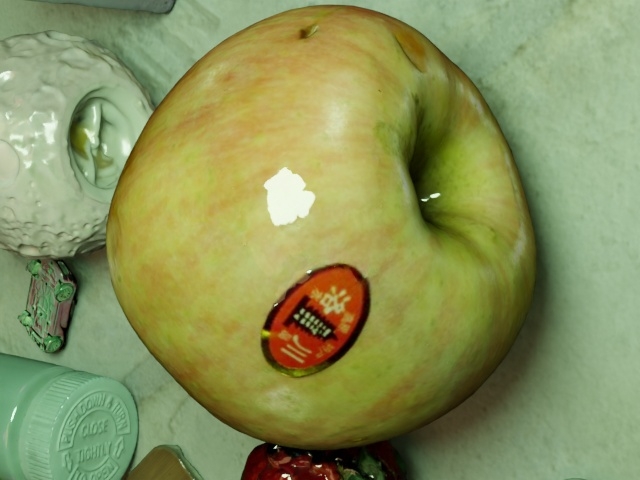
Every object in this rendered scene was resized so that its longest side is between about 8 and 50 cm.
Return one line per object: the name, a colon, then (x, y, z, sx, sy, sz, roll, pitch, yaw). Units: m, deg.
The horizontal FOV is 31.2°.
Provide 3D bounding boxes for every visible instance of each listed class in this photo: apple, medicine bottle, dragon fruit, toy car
apple: (0.000, 0.000, 1.035, 0.346, 0.391, 0.391, -22, 85, 41)
medicine bottle: (-0.400, 0.223, 1.447, 0.318, 0.158, 0.158, 7, 101, 31)
dragon fruit: (0.000, 0.271, 1.196, 0.182, 0.182, 0.188, 37, 97, 23)
toy car: (-0.338, 0.077, 1.448, 0.069, 0.055, 0.142, 39, 126, 31)

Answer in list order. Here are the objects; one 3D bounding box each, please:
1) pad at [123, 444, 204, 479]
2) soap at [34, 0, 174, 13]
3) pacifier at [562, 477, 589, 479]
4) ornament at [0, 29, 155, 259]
pad: (-0.187, 0.432, 1.424, 0.284, 0.018, 0.286, 51, 119, 16)
soap: (-0.224, -0.390, 1.171, 0.107, 0.285, 0.296, 37, 116, 25)
pacifier: (0.246, 0.337, 1.058, 0.299, 0.244, 0.233, -9, 60, 16)
ornament: (-0.312, -0.106, 1.284, 0.225, 0.259, 0.259, 0, 97, 37)
